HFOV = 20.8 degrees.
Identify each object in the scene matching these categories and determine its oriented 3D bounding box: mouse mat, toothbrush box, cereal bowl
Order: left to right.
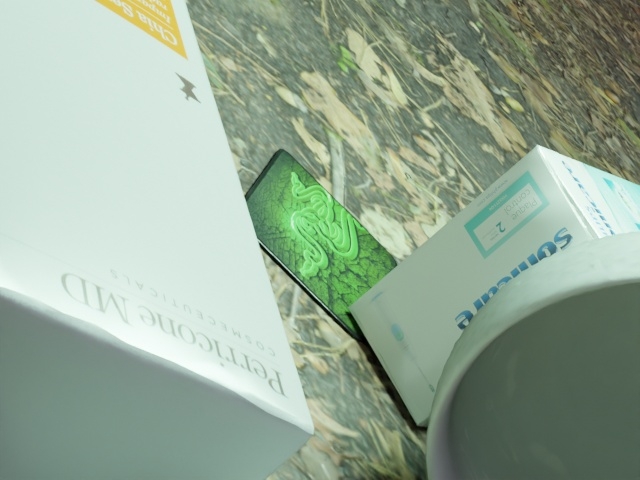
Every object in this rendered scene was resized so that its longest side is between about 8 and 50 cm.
[{"bbox_3d":[0.000,0.000,1.488,0.152,0.007,0.189,45,22,-7],"label":"mouse mat"},{"bbox_3d":[0.201,0.056,1.477,0.295,0.216,0.126,11,42,-55],"label":"toothbrush box"},{"bbox_3d":[0.250,0.128,1.280,0.339,0.339,0.141,40,28,-17],"label":"cereal bowl"}]

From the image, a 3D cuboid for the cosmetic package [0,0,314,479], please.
[{"bbox_3d":[-0.181,-0.045,1.031,0.230,0.161,0.453,29,29,-38],"label":"cosmetic package"}]
